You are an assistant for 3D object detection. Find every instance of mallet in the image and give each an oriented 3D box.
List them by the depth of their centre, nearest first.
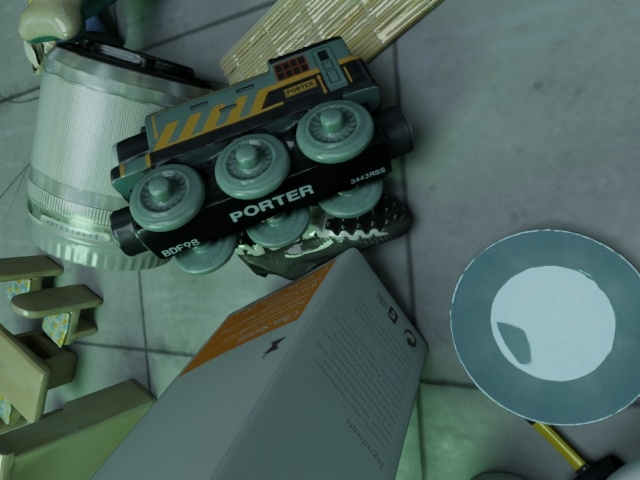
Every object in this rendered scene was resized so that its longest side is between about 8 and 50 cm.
[{"bbox_3d":[0.227,0.202,0.551,0.190,0.039,0.062,40,111,28],"label":"mallet"}]

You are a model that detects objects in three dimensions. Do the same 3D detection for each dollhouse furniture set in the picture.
[{"bbox_3d":[-0.527,0.275,0.907,0.394,0.256,0.362,27,108,28],"label":"dollhouse furniture set"}]

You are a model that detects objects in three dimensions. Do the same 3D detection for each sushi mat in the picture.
[{"bbox_3d":[0.000,-0.266,0.661,0.316,0.019,0.151,-33,76,31],"label":"sushi mat"}]

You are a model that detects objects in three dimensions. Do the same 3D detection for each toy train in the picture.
[{"bbox_3d":[-0.073,-0.095,0.578,0.334,0.142,0.190,-21,57,1],"label":"toy train"}]

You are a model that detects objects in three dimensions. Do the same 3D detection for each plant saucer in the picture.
[{"bbox_3d":[0.231,0.085,0.531,0.195,0.037,0.195,1,91,32],"label":"plant saucer"}]

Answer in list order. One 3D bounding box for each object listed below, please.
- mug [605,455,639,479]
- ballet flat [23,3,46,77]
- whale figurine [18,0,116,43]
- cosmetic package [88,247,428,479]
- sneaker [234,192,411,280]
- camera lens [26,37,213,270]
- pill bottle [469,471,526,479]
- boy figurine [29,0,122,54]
[{"bbox_3d":[0.357,0.239,0.346,0.374,0.276,0.328,-46,63,46],"label":"mug"},{"bbox_3d":[-0.520,-0.376,0.963,0.057,0.052,0.168,-24,81,32],"label":"ballet flat"},{"bbox_3d":[-0.334,-0.391,0.763,0.216,0.141,0.272,6,76,20],"label":"whale figurine"},{"bbox_3d":[-0.070,0.210,0.480,0.230,0.453,0.161,-30,103,30],"label":"cosmetic package"},{"bbox_3d":[0.000,0.000,0.654,0.234,0.106,0.078,-8,48,15],"label":"sneaker"},{"bbox_3d":[-0.277,-0.122,0.731,0.219,0.219,0.274,25,107,28],"label":"camera lens"},{"bbox_3d":[0.133,0.332,0.461,0.169,0.301,0.169,4,98,32],"label":"pill bottle"},{"bbox_3d":[-0.443,-0.410,0.890,0.177,0.092,0.285,-43,75,31],"label":"boy figurine"}]
